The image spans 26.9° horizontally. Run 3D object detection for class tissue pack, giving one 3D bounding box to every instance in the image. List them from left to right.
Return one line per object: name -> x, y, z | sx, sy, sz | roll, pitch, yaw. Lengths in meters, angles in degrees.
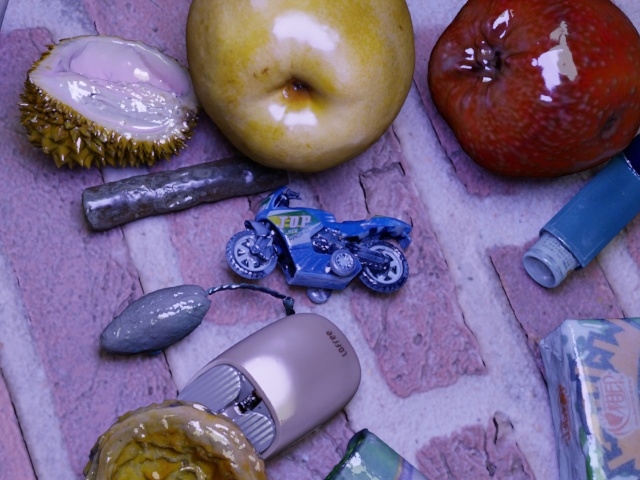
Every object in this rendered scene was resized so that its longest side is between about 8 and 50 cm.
tissue pack -> 0.453, 0.216, 1.712 | 0.311, 0.128, 0.228 | -1, 69, -12

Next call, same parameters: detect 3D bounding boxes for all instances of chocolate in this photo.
chocolate -> 0.138, 0.353, 1.618 | 0.291, 0.110, 0.110 | 37, 68, 1

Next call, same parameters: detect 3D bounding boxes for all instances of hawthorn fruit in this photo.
hawthorn fruit -> 0.304, -0.216, 1.768 | 0.300, 0.275, 0.275 | -1, 70, -21

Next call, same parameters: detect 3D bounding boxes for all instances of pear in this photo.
pear -> -0.025, -0.237, 1.682 | 0.314, 0.314, 0.314 | 4, 70, -10

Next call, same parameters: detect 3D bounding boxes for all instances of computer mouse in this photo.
computer mouse -> -0.059, 0.183, 1.647 | 0.236, 0.082, 0.145 | -29, 79, -21

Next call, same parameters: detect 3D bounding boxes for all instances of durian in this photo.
durian -> -0.268, -0.168, 1.706 | 0.250, 0.138, 0.183 | 0, 34, -25

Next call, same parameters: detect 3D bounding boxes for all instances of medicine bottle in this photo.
medicine bottle -> 0.380, -0.044, 1.797 | 0.258, 0.124, 0.079 | -42, 86, -19

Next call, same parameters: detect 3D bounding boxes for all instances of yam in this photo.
yam -> -0.174, -0.067, 1.727 | 0.274, 0.061, 0.061 | -13, 74, -17

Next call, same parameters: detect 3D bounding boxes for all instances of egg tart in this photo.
egg tart -> -0.165, 0.298, 1.550 | 0.241, 0.106, 0.241 | 1, 98, 6

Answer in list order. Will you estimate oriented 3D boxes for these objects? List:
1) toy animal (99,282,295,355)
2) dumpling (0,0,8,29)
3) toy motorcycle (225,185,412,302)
toy animal -> -0.153, 0.086, 1.663 | 0.253, 0.079, 0.070 | -15, 73, -17
dumpling -> -0.513, -0.278, 1.577 | 0.233, 0.395, 0.315 | 16, 21, 21
toy motorcycle -> 0.000, 0.000, 1.723 | 0.254, 0.092, 0.135 | 7, 60, -18
